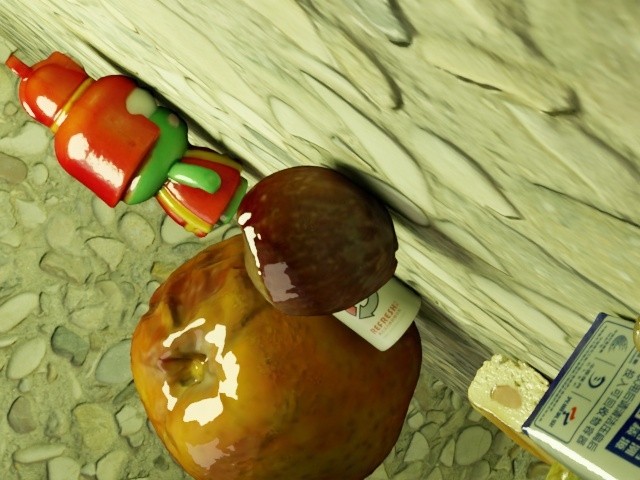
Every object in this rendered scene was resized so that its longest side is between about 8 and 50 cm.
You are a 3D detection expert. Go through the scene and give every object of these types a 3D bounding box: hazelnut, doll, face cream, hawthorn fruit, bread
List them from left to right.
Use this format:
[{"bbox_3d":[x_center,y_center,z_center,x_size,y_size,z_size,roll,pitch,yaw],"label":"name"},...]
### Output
[{"bbox_3d":[-0.272,-0.134,1.321,0.363,0.160,0.182,38,176,-12],"label":"doll"},{"bbox_3d":[-0.076,0.185,1.540,0.472,0.471,0.472,36,175,3],"label":"hawthorn fruit"},{"bbox_3d":[0.000,0.000,0.886,0.143,0.143,0.154,32,157,43],"label":"hazelnut"},{"bbox_3d":[0.031,0.055,1.360,0.214,0.096,0.096,37,175,-7],"label":"face cream"},{"bbox_3d":[0.287,0.231,1.284,0.173,0.085,0.134,42,170,-39],"label":"bread"}]

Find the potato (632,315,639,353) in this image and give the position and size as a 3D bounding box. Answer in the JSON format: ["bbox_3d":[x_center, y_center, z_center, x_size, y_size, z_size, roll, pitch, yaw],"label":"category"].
[{"bbox_3d":[0.190,0.051,0.479,0.092,0.045,0.046,-149,43,-70],"label":"potato"}]

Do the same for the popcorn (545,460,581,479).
[{"bbox_3d":[0.285,0.269,0.808,0.212,0.259,0.259,3,-166,-30],"label":"popcorn"}]

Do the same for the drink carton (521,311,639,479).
[{"bbox_3d":[0.255,0.143,0.533,0.130,0.106,0.315,37,175,-19],"label":"drink carton"}]
